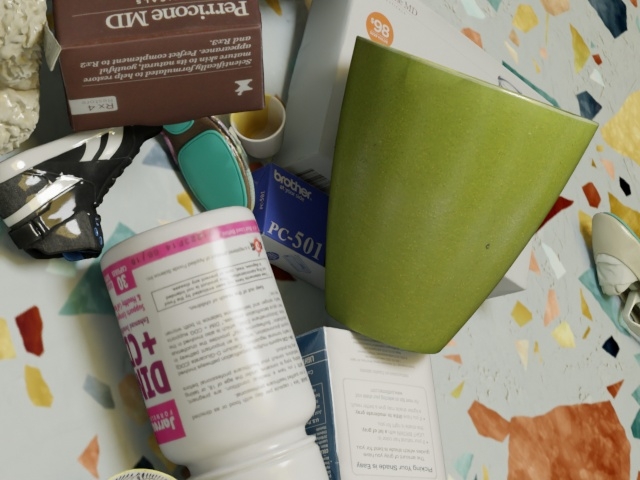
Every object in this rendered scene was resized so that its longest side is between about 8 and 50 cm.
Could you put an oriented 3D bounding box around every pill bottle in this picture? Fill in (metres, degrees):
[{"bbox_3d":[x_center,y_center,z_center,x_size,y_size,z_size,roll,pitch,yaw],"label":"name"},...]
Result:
[{"bbox_3d":[-0.099,0.123,1.369,0.160,0.160,0.283,-13,82,-49],"label":"pill bottle"}]

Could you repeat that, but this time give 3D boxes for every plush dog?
[{"bbox_3d":[-0.365,-0.214,1.241,0.225,0.210,0.262,-6,76,-24],"label":"plush dog"}]

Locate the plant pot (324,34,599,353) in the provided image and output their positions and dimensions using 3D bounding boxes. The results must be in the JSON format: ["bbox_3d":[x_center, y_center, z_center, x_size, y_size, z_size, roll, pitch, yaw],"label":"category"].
[{"bbox_3d":[0.120,-0.037,1.517,0.275,0.275,0.293,11,102,-44],"label":"plant pot"}]

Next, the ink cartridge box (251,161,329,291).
[{"bbox_3d":[0.000,0.000,1.616,0.207,0.046,0.097,29,52,-35],"label":"ink cartridge box"}]

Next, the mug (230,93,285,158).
[{"bbox_3d":[-0.068,-0.131,1.586,0.064,0.062,0.078,80,4,-65],"label":"mug"}]

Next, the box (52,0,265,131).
[{"bbox_3d":[-0.174,-0.304,1.389,0.191,0.143,0.381,-8,61,-6],"label":"box"}]

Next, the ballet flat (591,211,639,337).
[{"bbox_3d":[0.458,0.072,2.053,0.248,0.086,0.086,52,43,-18],"label":"ballet flat"}]

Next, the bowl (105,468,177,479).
[{"bbox_3d":[-0.178,0.298,1.266,0.170,0.080,0.170,23,57,-39],"label":"bowl"}]

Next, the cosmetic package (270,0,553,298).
[{"bbox_3d":[0.127,-0.131,1.754,0.377,0.097,0.284,31,57,-34],"label":"cosmetic package"}]

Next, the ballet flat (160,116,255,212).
[{"bbox_3d":[-0.136,-0.122,1.516,0.221,0.077,0.079,54,23,-14],"label":"ballet flat"}]

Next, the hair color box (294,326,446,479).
[{"bbox_3d":[0.047,0.278,1.494,0.174,0.105,0.347,12,64,-43],"label":"hair color box"}]

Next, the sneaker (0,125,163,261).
[{"bbox_3d":[-0.226,-0.048,1.382,0.217,0.079,0.121,-29,98,-41],"label":"sneaker"}]
